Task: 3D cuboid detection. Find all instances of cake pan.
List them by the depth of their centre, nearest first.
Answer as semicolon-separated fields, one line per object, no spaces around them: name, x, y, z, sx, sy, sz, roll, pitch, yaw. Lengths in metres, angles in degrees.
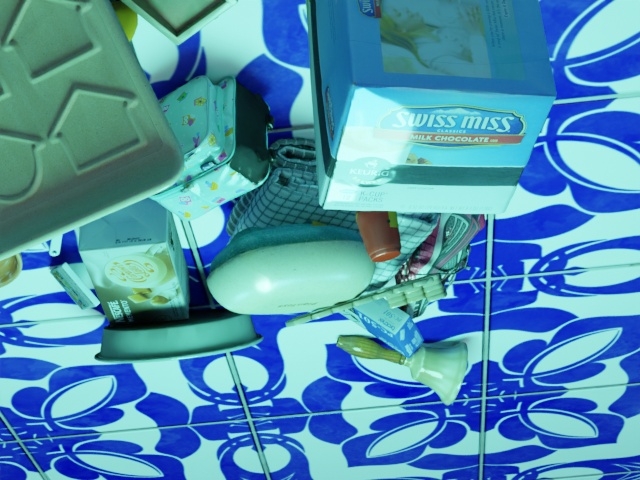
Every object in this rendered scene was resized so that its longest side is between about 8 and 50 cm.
cake pan;-0.246;0.161;2.257;0.293;0.054;0.293;-6;-177;0

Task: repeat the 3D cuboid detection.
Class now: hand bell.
hand bell;0.147;0.223;2.509;0.242;0.126;0.126;17;144;-8

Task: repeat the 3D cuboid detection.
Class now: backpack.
backpack;-0.172;-0.126;1.833;0.144;0.166;0.188;26;134;-37

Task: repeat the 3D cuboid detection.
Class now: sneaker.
sneaker;0.191;0.040;2.179;0.112;0.121;0.299;0;147;-11

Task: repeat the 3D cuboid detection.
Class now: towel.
towel;0.015;-0.040;2.041;0.283;0.121;0.235;11;143;-19

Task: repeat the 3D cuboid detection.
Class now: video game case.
video game case;-0.410;0.077;2.180;0.087;0.011;0.122;51;160;-9

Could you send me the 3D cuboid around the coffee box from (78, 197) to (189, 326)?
coffee box;-0.299;0.036;2.137;0.141;0.098;0.246;-5;148;0

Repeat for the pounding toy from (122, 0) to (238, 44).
pounding toy;-0.169;-0.317;1.616;0.130;0.100;0.141;-29;130;33

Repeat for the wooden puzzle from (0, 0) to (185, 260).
wooden puzzle;-0.355;-0.184;1.637;0.322;0.348;0.080;-21;-175;25

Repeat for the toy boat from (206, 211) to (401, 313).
toy boat;0.000;0.000;1.869;0.267;0.148;0.318;0;158;-40

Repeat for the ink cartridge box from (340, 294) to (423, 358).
ink cartridge box;0.075;0.115;2.231;0.207;0.046;0.097;32;165;33

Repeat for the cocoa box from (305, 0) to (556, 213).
cocoa box;0.114;-0.235;1.522;0.231;0.347;0.228;2;146;-9

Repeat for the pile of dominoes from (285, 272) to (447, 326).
pile of dominoes;0.069;0.106;2.018;0.251;0.040;0.196;-18;179;8

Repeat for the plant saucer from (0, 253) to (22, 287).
plant saucer;-0.588;0.022;2.142;0.199;0.037;0.200;-2;148;-1

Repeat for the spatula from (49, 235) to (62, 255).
spatula;-0.454;-0.057;2.015;0.168;0.019;0.242;3;136;-17

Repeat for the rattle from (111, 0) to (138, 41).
rattle;-0.315;-0.240;1.765;0.130;0.143;0.200;28;165;9
